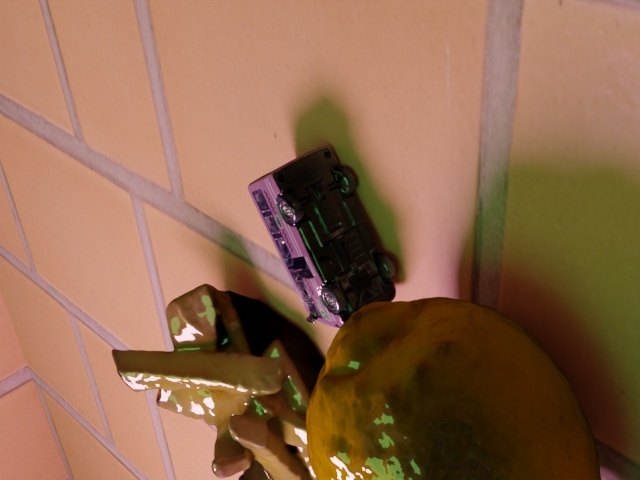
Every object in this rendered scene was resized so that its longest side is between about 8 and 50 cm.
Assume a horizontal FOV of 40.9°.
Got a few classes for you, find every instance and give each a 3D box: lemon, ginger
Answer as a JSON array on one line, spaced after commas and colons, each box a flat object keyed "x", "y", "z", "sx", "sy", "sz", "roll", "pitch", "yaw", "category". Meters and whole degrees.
[{"x": 0.133, "y": 0.207, "z": 0.848, "sx": 0.285, "sy": 0.285, "sz": 0.316, "roll": 14, "pitch": 153, "yaw": 47, "category": "lemon"}, {"x": -0.126, "y": 0.282, "z": 1.294, "sx": 0.413, "sy": 0.211, "sz": 0.358, "roll": 55, "pitch": 149, "yaw": 3, "category": "ginger"}]

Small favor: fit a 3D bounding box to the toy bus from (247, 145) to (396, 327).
[{"x": 0.000, "y": 0.000, "z": 0.993, "sx": 0.108, "sy": 0.096, "sz": 0.198, "roll": -12, "pitch": 105, "yaw": 60, "category": "toy bus"}]
